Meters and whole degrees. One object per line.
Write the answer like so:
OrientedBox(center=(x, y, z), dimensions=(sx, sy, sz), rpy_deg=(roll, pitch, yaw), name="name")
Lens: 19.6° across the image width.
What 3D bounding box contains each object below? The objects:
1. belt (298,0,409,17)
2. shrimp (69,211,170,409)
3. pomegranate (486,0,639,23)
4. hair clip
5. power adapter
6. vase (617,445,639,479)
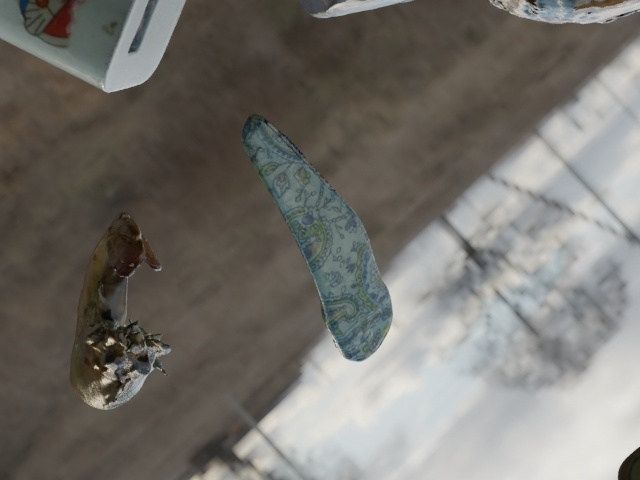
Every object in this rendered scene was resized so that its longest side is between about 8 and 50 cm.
OrientedBox(center=(0.100, -0.188, 0.839), dimensions=(0.212, 0.117, 0.347), rpy_deg=(-11, -170, 27), name="belt")
OrientedBox(center=(-0.146, 0.059, 1.355), dimensions=(0.248, 0.068, 0.150), rpy_deg=(-156, -109, -72), name="shrimp")
OrientedBox(center=(0.237, -0.330, 1.614), dimensions=(0.322, 0.322, 0.322), rpy_deg=(-43, 178, -2), name="pomegranate")
OrientedBox(center=(0.002, 0.001, 1.410), dimensions=(0.066, 0.229, 0.036), rpy_deg=(-40, -150, -21), name="hair clip")
OrientedBox(center=(-0.227, -0.227, 1.559), dimensions=(0.130, 0.205, 0.125), rpy_deg=(-67, 169, 17), name="power adapter")
OrientedBox(center=(0.509, 0.377, 2.123), dimensions=(0.241, 0.302, 0.329), rpy_deg=(-37, -159, 15), name="vase")
